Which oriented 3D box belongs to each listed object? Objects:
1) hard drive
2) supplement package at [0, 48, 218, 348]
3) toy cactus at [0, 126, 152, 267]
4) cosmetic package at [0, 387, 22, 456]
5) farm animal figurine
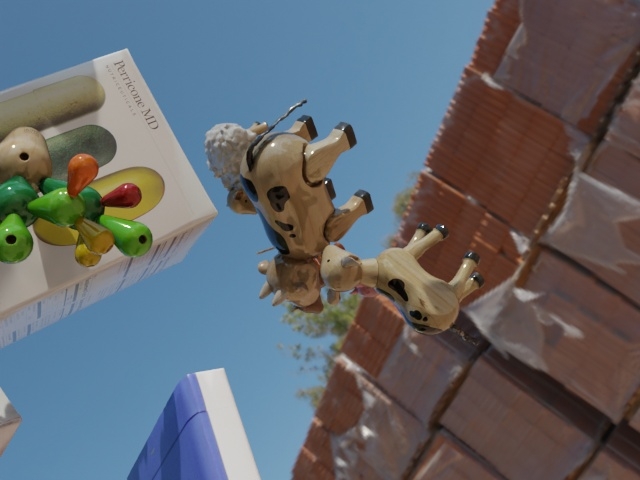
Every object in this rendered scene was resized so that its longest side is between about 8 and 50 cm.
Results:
[{"bbox_3d":[-0.066,0.283,0.535,0.040,0.318,0.210,-4,-34,-31],"label":"hard drive"},{"bbox_3d":[-0.284,-0.031,0.772,0.263,0.199,0.198,-28,-4,-26],"label":"supplement package"},{"bbox_3d":[-0.240,-0.048,0.584,0.219,0.180,0.112,5,-61,-19],"label":"toy cactus"},{"bbox_3d":[-0.436,0.260,0.561,0.377,0.097,0.284,-54,-21,23],"label":"cosmetic package"},{"bbox_3d":[0.000,0.000,0.910,0.172,0.330,0.326,-41,-66,-29],"label":"farm animal figurine"}]
